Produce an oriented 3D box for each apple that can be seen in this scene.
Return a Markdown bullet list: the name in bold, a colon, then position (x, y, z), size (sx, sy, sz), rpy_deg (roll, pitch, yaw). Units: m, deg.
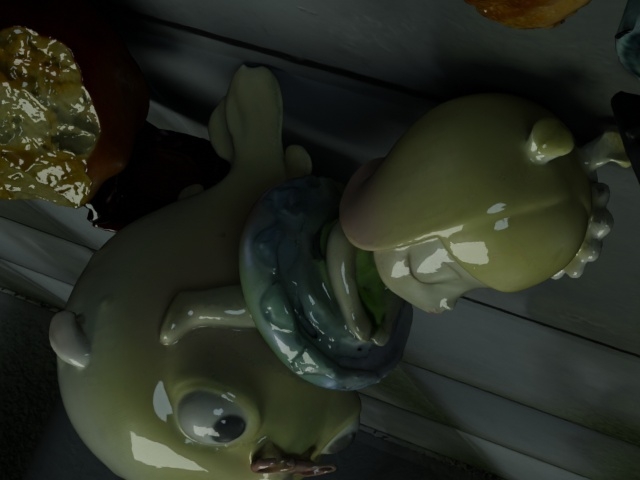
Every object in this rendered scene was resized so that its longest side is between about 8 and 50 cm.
- **apple**: position (-0.197, -0.102, 0.880), size (0.156, 0.147, 0.158), rpy_deg (-27, 139, 31)

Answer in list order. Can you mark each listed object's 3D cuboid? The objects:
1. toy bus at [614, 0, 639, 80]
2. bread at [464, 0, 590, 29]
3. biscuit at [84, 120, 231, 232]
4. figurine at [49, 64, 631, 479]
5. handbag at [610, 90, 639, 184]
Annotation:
- **toy bus**: position (0.202, -0.056, 0.360), size (0.167, 0.139, 0.275), rpy_deg (11, 161, 38)
- **bread**: position (0.068, -0.130, 0.473), size (0.154, 0.054, 0.136), rpy_deg (23, 171, -30)
- **biscuit**: position (-0.077, -0.031, 1.011), size (0.235, 0.151, 0.063), rpy_deg (21, 129, -10)
- **figurine**: position (0.000, 0.000, 0.810), size (0.394, 0.275, 0.226), rpy_deg (-27, 157, 37)
- **handbag**: position (0.247, 0.027, 0.583), size (0.254, 0.089, 0.211), rpy_deg (22, -150, -10)
